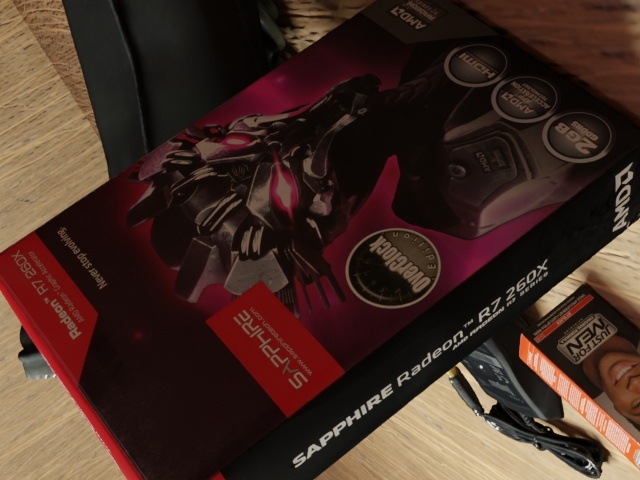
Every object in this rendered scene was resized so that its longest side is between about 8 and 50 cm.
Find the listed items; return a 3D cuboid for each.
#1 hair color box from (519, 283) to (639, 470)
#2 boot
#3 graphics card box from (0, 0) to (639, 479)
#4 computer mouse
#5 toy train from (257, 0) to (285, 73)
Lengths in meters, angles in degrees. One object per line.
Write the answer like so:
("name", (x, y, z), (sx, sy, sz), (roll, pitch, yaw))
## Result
("hair color box", (0.227, 0.107, 0.788), (0.141, 0.072, 0.043), (44, 162, 29))
("boot", (-0.185, -0.124, 0.908), (0.367, 0.146, 0.444), (-18, 89, 35))
("graphics card box", (0.000, 0.000, 0.671), (0.233, 0.371, 0.094), (45, 162, 35))
("computer mouse", (0.171, 0.118, 1.013), (0.262, 0.060, 0.184), (48, 164, -25))
("toy train", (-0.144, -0.229, 1.083), (0.334, 0.142, 0.190), (47, 175, 19))
